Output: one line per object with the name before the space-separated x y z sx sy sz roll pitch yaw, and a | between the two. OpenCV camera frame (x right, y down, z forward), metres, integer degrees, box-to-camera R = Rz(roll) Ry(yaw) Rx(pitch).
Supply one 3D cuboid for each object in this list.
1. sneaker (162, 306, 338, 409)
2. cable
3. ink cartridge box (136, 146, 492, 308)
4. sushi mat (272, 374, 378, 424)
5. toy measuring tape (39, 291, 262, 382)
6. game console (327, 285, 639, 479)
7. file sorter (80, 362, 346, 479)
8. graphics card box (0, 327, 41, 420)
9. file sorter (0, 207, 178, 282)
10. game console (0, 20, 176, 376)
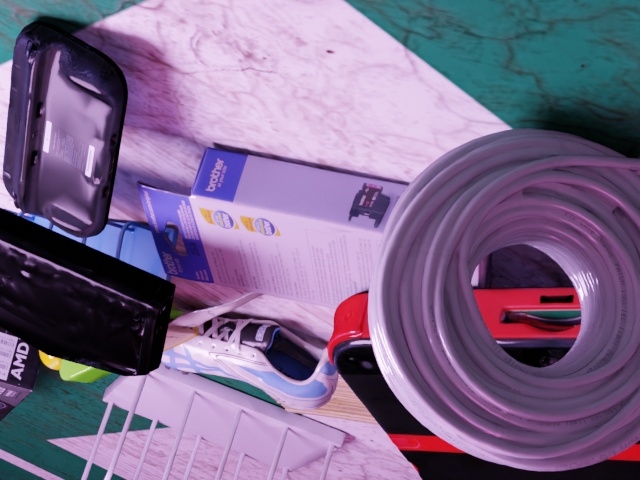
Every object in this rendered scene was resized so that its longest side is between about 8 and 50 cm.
sneaker | -0.092 0.111 1.778 0.237 0.085 0.086 18 130 6
cable | 0.160 0.043 1.231 0.257 0.257 0.089 16 168 -9
ink cartridge box | 0.000 0.000 1.478 0.311 0.065 0.186 9 155 9
sushi mat | 0.077 0.184 1.882 0.316 0.019 0.151 7 156 23
toy measuring tape | -0.166 0.049 1.681 0.330 0.121 0.121 -25 137 28
game console | 0.223 0.162 1.492 0.386 0.060 0.342 -2 142 34
file sorter | -0.147 0.292 2.078 0.277 0.173 0.193 22 156 -14
graphics card box | -0.545 0.123 2.033 0.370 0.094 0.233 17 156 -18
file sorter | -0.245 0.033 1.605 0.170 0.118 0.104 6 175 22
game console | -0.217 -0.026 1.419 0.213 0.044 0.361 23 135 7
